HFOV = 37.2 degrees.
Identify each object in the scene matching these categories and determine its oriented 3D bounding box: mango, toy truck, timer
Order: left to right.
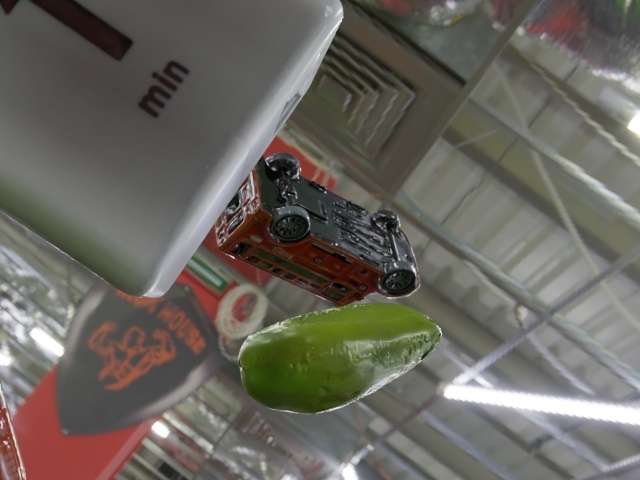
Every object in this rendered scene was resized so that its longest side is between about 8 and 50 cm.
[{"bbox_3d":[-0.125,-0.095,0.562,0.195,0.194,0.192,34,-7,-4],"label":"timer"},{"bbox_3d":[0.000,0.000,1.131,0.253,0.107,0.114,27,-56,-34],"label":"toy truck"},{"bbox_3d":[0.017,0.091,0.738,0.091,0.165,0.074,-167,-109,-70],"label":"mango"}]

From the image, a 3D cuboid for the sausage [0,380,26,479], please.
[{"bbox_3d":[-0.331,0.141,0.873,0.074,0.074,0.274,-12,-85,55],"label":"sausage"}]
